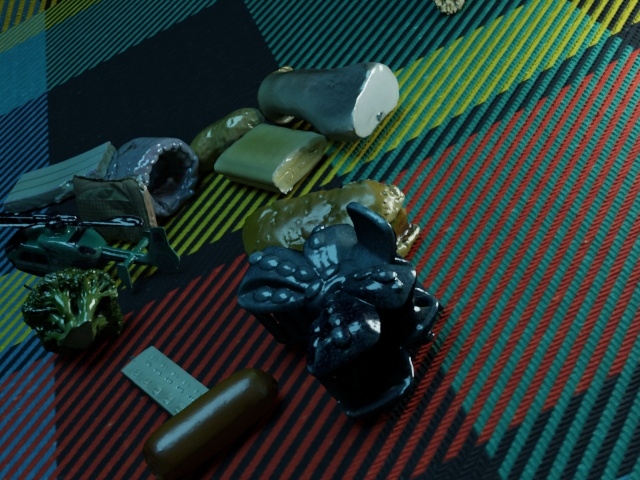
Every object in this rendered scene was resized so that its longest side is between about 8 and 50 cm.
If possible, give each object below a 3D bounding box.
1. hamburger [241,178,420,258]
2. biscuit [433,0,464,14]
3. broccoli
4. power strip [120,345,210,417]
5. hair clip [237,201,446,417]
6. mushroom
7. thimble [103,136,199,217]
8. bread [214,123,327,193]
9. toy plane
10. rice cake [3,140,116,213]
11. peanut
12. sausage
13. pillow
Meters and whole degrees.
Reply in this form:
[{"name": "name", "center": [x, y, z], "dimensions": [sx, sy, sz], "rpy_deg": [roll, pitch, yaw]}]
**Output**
[{"name": "hamburger", "center": [0.000, 0.000, 1.684], "dimensions": [0.262, 0.124, 0.131], "rpy_deg": [-12, 35, 27]}, {"name": "biscuit", "center": [0.257, -0.514, 2.282], "dimensions": [0.070, 0.082, 0.168], "rpy_deg": [-14, 34, 26]}, {"name": "broccoli", "center": [-0.382, 0.108, 1.812], "dimensions": [0.162, 0.146, 0.138], "rpy_deg": [-33, 38, 2]}, {"name": "power strip", "center": [-0.221, 0.204, 1.653], "dimensions": [0.060, 0.027, 0.252], "rpy_deg": [-39, 33, -18]}, {"name": "hair clip", "center": [0.038, 0.083, 1.499], "dimensions": [0.206, 0.194, 0.310], "rpy_deg": [-45, 34, -4]}, {"name": "mushroom", "center": [-0.002, -0.250, 2.057], "dimensions": [0.159, 0.122, 0.328], "rpy_deg": [-26, 24, -35]}, {"name": "thimble", "center": [-0.303, -0.117, 2.097], "dimensions": [0.117, 0.127, 0.151], "rpy_deg": [4, 50, 44]}, {"name": "bread", "center": [-0.085, -0.144, 2.028], "dimensions": [0.139, 0.060, 0.178], "rpy_deg": [-42, 33, -22]}, {"name": "toy plane", "center": [-0.405, 0.016, 1.967], "dimensions": [0.381, 0.155, 0.106], "rpy_deg": [9, 43, 22]}, {"name": "rice cake", "center": [-0.530, -0.124, 2.371], "dimensions": [0.237, 0.043, 0.127], "rpy_deg": [-17, 32, 19]}, {"name": "peanut", "center": [-0.177, -0.182, 2.141], "dimensions": [0.174, 0.080, 0.080], "rpy_deg": [-30, 29, 15]}, {"name": "sausage", "center": [-0.140, 0.234, 1.499], "dimensions": [0.197, 0.076, 0.076], "rpy_deg": [-37, 32, -17]}, {"name": "pillow", "center": [-0.364, -0.053, 2.050], "dimensions": [0.211, 0.135, 0.034], "rpy_deg": [3, 20, 42]}]
